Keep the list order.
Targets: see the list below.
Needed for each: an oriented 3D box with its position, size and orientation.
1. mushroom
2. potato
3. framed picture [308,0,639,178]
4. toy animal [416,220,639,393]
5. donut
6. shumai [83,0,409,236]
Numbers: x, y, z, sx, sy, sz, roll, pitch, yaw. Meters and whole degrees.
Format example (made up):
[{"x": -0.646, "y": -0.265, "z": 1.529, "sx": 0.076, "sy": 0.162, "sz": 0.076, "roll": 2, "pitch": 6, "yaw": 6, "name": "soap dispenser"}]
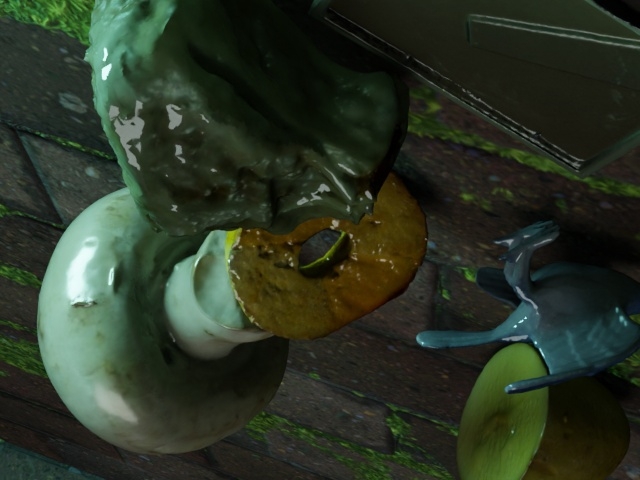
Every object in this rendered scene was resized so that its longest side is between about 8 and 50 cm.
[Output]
[{"x": -0.134, "y": 0.081, "z": 1.326, "sx": 0.290, "sy": 0.297, "sz": 0.297, "roll": -10, "pitch": 140, "yaw": 44, "name": "mushroom"}, {"x": 0.263, "y": 0.212, "z": 1.398, "sx": 0.158, "sy": 0.178, "sz": 0.203, "roll": 13, "pitch": 141, "yaw": -14, "name": "potato"}, {"x": 0.140, "y": -0.144, "z": 0.927, "sx": 0.265, "sy": 0.018, "sz": 0.192, "roll": 30, "pitch": 155, "yaw": -13, "name": "framed picture"}, {"x": 0.221, "y": 0.068, "z": 1.132, "sx": 0.255, "sy": 0.239, "sz": 0.176, "roll": -29, "pitch": 102, "yaw": 11, "name": "toy animal"}, {"x": -0.001, "y": -0.001, "z": 1.175, "sx": 0.174, "sy": 0.190, "sz": 0.074, "roll": 42, "pitch": -173, "yaw": -31, "name": "donut"}, {"x": -0.051, "y": -0.120, "z": 0.961, "sx": 0.222, "sy": 0.225, "sz": 0.260, "roll": -11, "pitch": 157, "yaw": 11, "name": "shumai"}]
